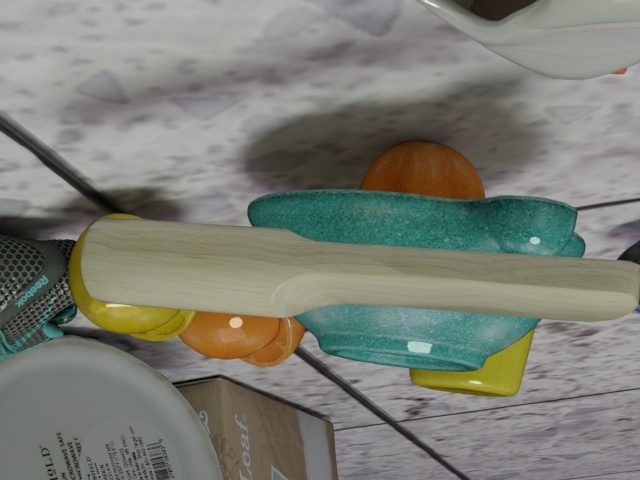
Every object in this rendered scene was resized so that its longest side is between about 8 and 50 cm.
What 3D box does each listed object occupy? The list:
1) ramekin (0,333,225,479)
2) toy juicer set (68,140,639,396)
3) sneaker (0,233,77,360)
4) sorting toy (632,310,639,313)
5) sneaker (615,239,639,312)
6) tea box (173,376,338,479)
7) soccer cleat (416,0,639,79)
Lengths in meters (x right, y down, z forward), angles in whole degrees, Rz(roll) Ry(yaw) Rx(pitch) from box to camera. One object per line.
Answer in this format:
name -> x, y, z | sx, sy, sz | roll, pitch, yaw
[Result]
ramekin -> -0.149, 0.149, 0.835 | 0.207, 0.207, 0.109 | 6, 150, -33
toy juicer set -> 0.000, 0.000, 0.602 | 0.209, 0.090, 0.329 | 7, 172, 3
sneaker -> -0.152, 0.038, 0.701 | 0.076, 0.065, 0.166 | -3, 165, -23
sorting toy -> 0.216, 0.030, 0.870 | 0.062, 0.012, 0.083 | -4, 163, -5
sneaker -> 0.212, 0.028, 0.782 | 0.162, 0.063, 0.073 | 5, 163, -30
tea box -> -0.156, 0.296, 1.079 | 0.323, 0.329, 0.220 | -11, 162, 19
soccer cleat -> 0.099, -0.087, 0.371 | 0.076, 0.068, 0.196 | 9, 161, -32
